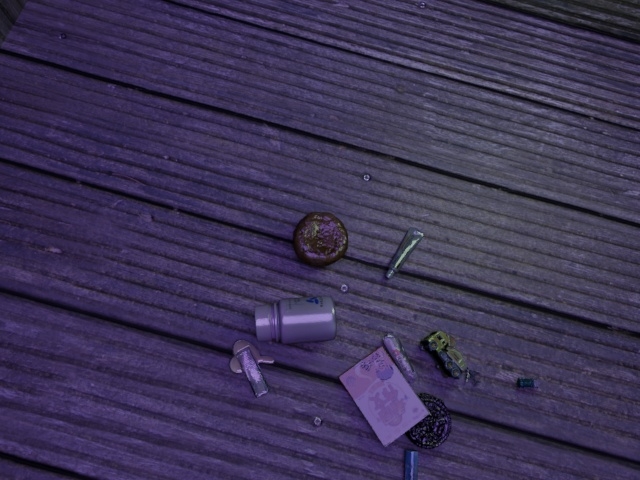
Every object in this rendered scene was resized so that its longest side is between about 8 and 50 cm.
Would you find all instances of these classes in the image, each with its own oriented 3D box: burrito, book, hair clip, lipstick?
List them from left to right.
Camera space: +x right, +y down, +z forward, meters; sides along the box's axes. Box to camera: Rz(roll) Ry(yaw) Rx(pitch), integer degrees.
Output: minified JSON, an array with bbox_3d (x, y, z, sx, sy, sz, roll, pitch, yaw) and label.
[{"bbox_3d":[-0.248,0.461,1.667,0.159,0.071,0.219,-27,83,-18],"label":"hair clip"},{"bbox_3d":[0.230,0.569,1.667,0.207,0.020,0.295,-33,69,-10],"label":"book"},{"bbox_3d":[0.305,0.444,1.722,0.064,0.064,0.203,-27,75,-12],"label":"burrito"},{"bbox_3d":[0.322,0.833,1.611,0.048,0.048,0.158,6,73,-3],"label":"lipstick"}]

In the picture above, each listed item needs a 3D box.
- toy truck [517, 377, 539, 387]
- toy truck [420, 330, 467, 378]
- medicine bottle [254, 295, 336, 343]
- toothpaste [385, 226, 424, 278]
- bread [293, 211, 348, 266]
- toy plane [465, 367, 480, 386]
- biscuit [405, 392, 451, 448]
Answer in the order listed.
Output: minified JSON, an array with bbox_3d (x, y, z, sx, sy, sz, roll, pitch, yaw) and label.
[{"bbox_3d":[0.798,0.548,1.737,0.083,0.044,0.039,2,76,-4],"label":"toy truck"},{"bbox_3d":[0.482,0.430,1.727,0.116,0.085,0.191,-36,82,-23],"label":"toy truck"},{"bbox_3d":[-0.092,0.297,1.676,0.292,0.170,0.170,-5,74,-6],"label":"medicine bottle"},{"bbox_3d":[0.339,0.054,1.853,0.067,0.037,0.255,31,70,11],"label":"toothpaste"},{"bbox_3d":[0.000,0.000,1.798,0.229,0.123,0.230,3,69,-7],"label":"bread"},{"bbox_3d":[0.579,0.518,1.739,0.077,0.024,0.084,-23,76,-30],"label":"toy plane"},{"bbox_3d":[0.387,0.662,1.665,0.194,0.053,0.195,1,74,-5],"label":"biscuit"}]
